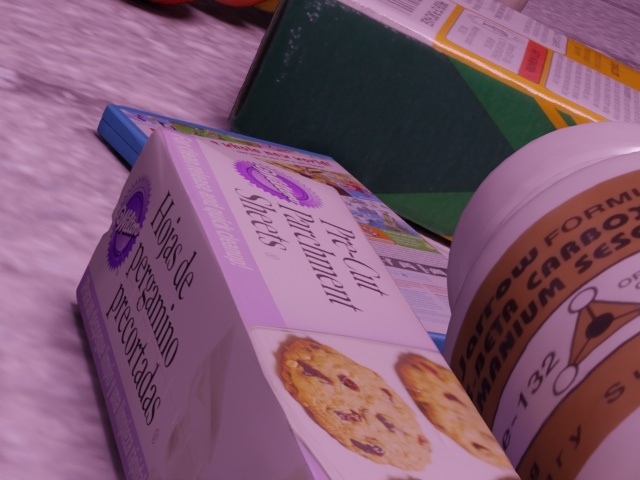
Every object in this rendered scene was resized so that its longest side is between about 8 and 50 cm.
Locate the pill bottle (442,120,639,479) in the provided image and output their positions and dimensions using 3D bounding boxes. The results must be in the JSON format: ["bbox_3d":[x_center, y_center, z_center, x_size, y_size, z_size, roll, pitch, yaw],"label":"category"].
[{"bbox_3d":[0.102,0.047,0.504,0.131,0.131,0.229,22,16,-13],"label":"pill bottle"}]

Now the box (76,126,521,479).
[{"bbox_3d":[0.002,0.064,0.422,0.067,0.063,0.324,21,17,-21],"label":"box"}]

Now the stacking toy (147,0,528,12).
[{"bbox_3d":[-0.007,-0.183,1.069,0.141,0.141,0.330,35,23,30],"label":"stacking toy"}]

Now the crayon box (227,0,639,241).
[{"bbox_3d":[0.131,-0.034,0.886,0.323,0.083,0.203,26,16,2],"label":"crayon box"}]

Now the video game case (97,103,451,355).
[{"bbox_3d":[0.000,0.000,0.704,0.119,0.015,0.166,11,22,-39],"label":"video game case"}]
